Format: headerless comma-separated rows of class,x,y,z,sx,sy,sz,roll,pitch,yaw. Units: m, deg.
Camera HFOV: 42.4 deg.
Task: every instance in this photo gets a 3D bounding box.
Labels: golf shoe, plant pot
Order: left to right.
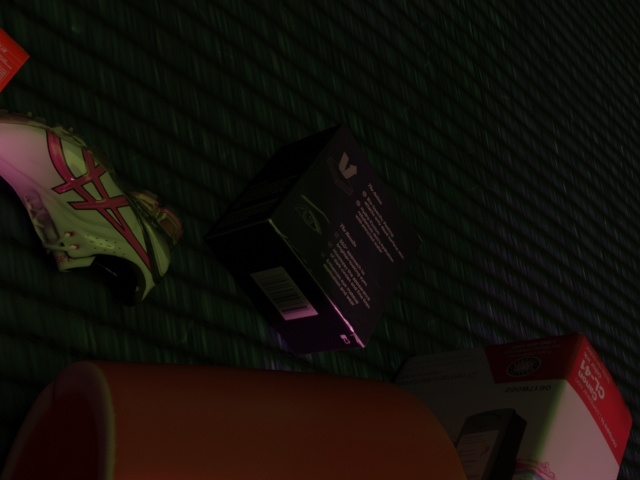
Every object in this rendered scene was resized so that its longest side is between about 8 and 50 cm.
golf shoe,-0.183,-0.023,0.618,0.186,0.068,0.086,40,53,-34
plant pot,-0.073,0.202,0.548,0.243,0.275,0.274,22,63,-33

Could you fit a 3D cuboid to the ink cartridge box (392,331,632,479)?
ink cartridge box,0.137,0.240,0.780,0.131,0.226,0.306,59,43,-18

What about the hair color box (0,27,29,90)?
hair color box,-0.261,-0.082,0.546,0.043,0.072,0.141,46,50,-29

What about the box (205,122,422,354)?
box,0.000,0.000,0.796,0.156,0.093,0.158,55,46,-22
